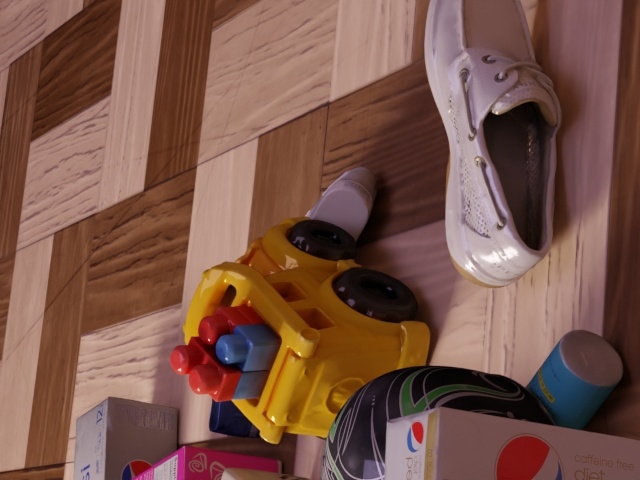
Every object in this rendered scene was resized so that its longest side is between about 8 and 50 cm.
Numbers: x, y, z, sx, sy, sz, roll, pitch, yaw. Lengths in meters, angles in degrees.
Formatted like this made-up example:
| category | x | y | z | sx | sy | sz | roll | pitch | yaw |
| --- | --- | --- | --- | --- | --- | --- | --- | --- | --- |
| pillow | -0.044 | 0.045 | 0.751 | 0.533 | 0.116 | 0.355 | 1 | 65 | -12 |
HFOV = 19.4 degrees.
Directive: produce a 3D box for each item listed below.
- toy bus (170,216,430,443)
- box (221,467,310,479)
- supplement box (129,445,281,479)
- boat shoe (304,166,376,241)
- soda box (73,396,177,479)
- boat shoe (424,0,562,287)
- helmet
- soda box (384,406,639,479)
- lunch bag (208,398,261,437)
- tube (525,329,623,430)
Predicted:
| category | x | y | z | sx | sy | sz | roll | pitch | yaw |
| --- | --- | --- | --- | --- | --- | --- | --- | --- | --- |
| toy bus | -0.047 | 0.081 | 1.659 | 0.220 | 0.211 | 0.149 | 45 | 125 | 43 |
| box | -0.010 | 0.296 | 1.654 | 0.275 | 0.094 | 0.113 | 29 | 106 | 63 |
| supplement box | -0.135 | 0.294 | 1.889 | 0.220 | 0.111 | 0.114 | -34 | 49 | 54 |
| boat shoe | 0.000 | 0.000 | 1.803 | 0.184 | 0.066 | 0.063 | -63 | -4 | 37 |
| soda box | -0.220 | 0.325 | 2.070 | 0.098 | 0.091 | 0.286 | -36 | 49 | 53 |
| boat shoe | 0.152 | -0.105 | 1.500 | 0.096 | 0.098 | 0.277 | -28 | 64 | 58 |
| helmet | 0.079 | 0.173 | 1.365 | 0.169 | 0.161 | 0.169 | 24 | 119 | 53 |
| soda box | 0.150 | 0.164 | 1.242 | 0.069 | 0.216 | 0.074 | -24 | 58 | 59 |
| lunch bag | -0.072 | 0.149 | 1.877 | 0.067 | 0.065 | 0.098 | 156 | 122 | -78 |
| tube | 0.161 | 0.151 | 1.428 | 0.080 | 0.052 | 0.207 | -97 | 26 | -42 |
